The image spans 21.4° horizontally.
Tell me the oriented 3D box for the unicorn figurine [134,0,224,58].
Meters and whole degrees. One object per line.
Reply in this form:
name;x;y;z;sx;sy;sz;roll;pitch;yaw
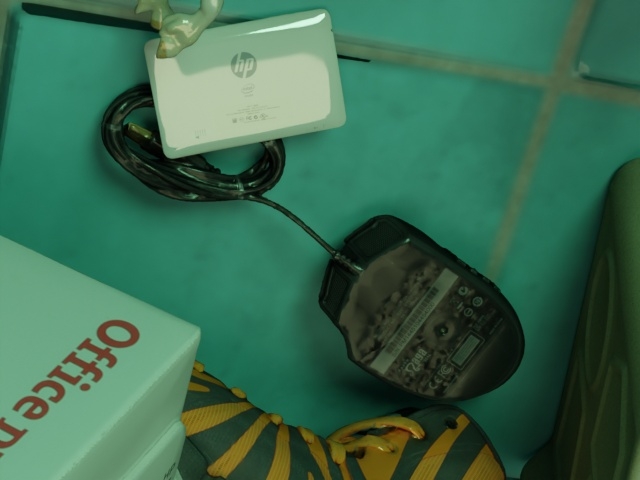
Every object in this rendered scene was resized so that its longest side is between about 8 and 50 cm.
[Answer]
unicorn figurine;-0.062;-0.135;0.680;0.162;0.060;0.111;14;122;-17

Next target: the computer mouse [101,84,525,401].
computer mouse;0.000;0.000;0.803;0.242;0.041;0.071;36;99;-20

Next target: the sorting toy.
sorting toy;0.136;0.093;0.786;0.038;0.193;0.208;11;124;-2

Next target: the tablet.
tablet;-0.033;-0.069;0.749;0.083;0.006;0.054;-11;105;-7

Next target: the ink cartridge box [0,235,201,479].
ink cartridge box;-0.221;0.100;0.675;0.270;0.198;0.197;24;124;13

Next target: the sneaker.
sneaker;-0.033;0.112;0.830;0.321;0.180;0.124;50;137;0
